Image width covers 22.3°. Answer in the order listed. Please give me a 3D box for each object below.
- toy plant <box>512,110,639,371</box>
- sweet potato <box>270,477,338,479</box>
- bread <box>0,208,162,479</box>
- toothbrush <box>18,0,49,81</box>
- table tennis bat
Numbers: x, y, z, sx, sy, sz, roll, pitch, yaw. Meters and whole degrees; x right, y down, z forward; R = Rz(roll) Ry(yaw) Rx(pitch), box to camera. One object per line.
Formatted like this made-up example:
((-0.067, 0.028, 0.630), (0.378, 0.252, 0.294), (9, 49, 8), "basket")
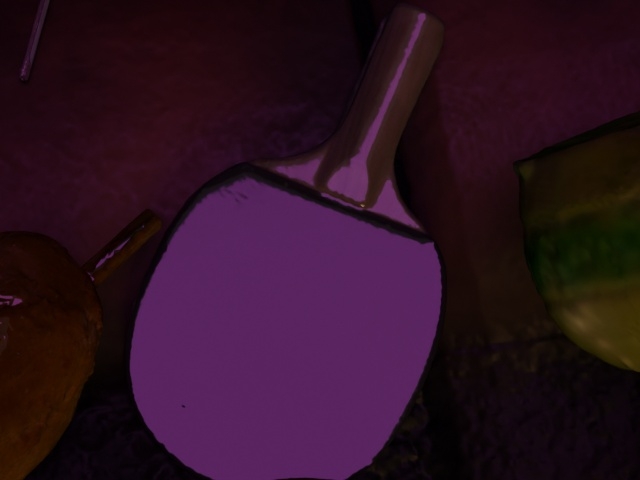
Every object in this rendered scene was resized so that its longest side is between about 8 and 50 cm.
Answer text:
((0.219, 0.081, 0.693), (0.224, 0.184, 0.316), (-20, 90, -31), "toy plant")
((-0.063, 0.137, 0.700), (0.194, 0.056, 0.056), (-7, 76, -1), "sweet potato")
((-0.201, 0.094, 0.681), (0.344, 0.084, 0.124), (-42, 82, -14), "bread")
((-0.133, -0.122, 0.783), (0.008, 0.006, 0.097), (9, 74, 7), "toothbrush")
((0.000, 0.000, 0.756), (0.138, 0.022, 0.247), (22, 76, 1), "table tennis bat")
